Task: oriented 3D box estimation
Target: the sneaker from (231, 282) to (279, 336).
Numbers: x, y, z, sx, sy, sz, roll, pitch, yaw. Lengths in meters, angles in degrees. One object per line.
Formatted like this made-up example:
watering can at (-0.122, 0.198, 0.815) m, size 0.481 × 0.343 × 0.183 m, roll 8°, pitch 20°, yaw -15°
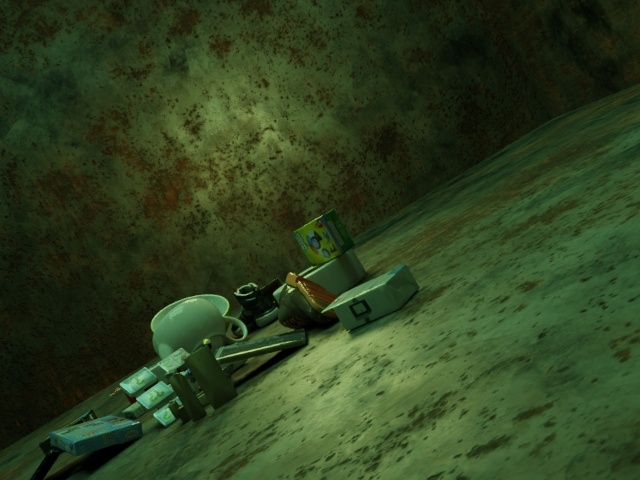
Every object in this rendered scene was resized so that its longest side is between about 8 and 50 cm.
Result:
sneaker at (-0.254, 0.237, 2.388) m, size 0.101 × 0.153 × 0.269 m, roll -33°, pitch 3°, yaw -41°

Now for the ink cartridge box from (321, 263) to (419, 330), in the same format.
ink cartridge box at (0.100, 0.123, 1.393) m, size 0.180 × 0.060 × 0.104 m, roll -29°, pitch 4°, yaw 37°

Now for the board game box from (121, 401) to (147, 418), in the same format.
board game box at (-0.528, 0.492, 2.040) m, size 0.103 × 0.026 × 0.154 m, roll -32°, pitch 3°, yaw -30°

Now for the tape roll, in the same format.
tape roll at (-0.004, 0.132, 2.092) m, size 0.286 × 0.100 × 0.286 m, roll -31°, pitch 3°, yaw 2°

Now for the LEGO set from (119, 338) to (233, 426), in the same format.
LEGO set at (-0.331, 0.318, 1.642) m, size 0.182 × 0.060 × 0.244 m, roll 28°, pitch 43°, yaw 33°

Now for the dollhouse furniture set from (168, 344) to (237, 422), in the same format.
dollhouse furniture set at (-0.274, 0.307, 1.482) m, size 0.144 × 0.123 × 0.151 m, roll -31°, pitch 2°, yaw -7°

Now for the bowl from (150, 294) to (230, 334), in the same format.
bowl at (-0.453, 0.332, 2.467) m, size 0.290 × 0.156 × 0.289 m, roll -9°, pitch 23°, yaw 4°

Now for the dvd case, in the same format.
dvd case at (-0.142, 0.247, 1.593) m, size 0.221 × 0.018 × 0.164 m, roll -13°, pitch 2°, yaw -2°

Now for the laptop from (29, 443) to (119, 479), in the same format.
laptop at (-0.630, 0.575, 1.760) m, size 0.264 × 0.137 × 0.234 m, roll -57°, pitch 3°, yaw -3°

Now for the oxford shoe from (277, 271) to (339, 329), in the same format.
oxford shoe at (-0.032, 0.177, 1.731) m, size 0.132 × 0.130 × 0.364 m, roll -64°, pitch 11°, yaw -1°

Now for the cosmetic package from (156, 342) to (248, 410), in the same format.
cosmetic package at (-0.306, 0.352, 1.733) m, size 0.239 × 0.060 × 0.099 m, roll -33°, pitch 1°, yaw -32°

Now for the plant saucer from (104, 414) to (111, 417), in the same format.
plant saucer at (-0.778, 0.638, 2.257) m, size 0.192 × 0.018 × 0.067 m, roll -33°, pitch 3°, yaw -25°

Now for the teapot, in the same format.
teapot at (-0.384, 0.317, 2.152) m, size 0.256 × 0.187 × 0.252 m, roll -48°, pitch -24°, yaw -5°

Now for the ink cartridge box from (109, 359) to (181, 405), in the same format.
ink cartridge box at (-0.601, 0.491, 2.355) m, size 0.231 × 0.078 × 0.134 m, roll -31°, pitch 2°, yaw -9°

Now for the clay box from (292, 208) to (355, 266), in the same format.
clay box at (0.000, 0.000, 2.036) m, size 0.053 × 0.127 × 0.222 m, roll -32°, pitch 2°, yaw -34°

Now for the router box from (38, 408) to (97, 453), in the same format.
router box at (-0.915, 0.693, 2.483) m, size 0.179 × 0.046 × 0.133 m, roll -31°, pitch 3°, yaw -3°

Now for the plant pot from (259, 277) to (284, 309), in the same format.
plant pot at (-0.174, 0.219, 2.470) m, size 0.109 × 0.109 × 0.096 m, roll -33°, pitch -10°, yaw -27°

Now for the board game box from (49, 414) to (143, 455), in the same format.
board game box at (-0.545, 0.468, 1.652) m, size 0.160 × 0.039 × 0.212 m, roll -9°, pitch -3°, yaw -36°
